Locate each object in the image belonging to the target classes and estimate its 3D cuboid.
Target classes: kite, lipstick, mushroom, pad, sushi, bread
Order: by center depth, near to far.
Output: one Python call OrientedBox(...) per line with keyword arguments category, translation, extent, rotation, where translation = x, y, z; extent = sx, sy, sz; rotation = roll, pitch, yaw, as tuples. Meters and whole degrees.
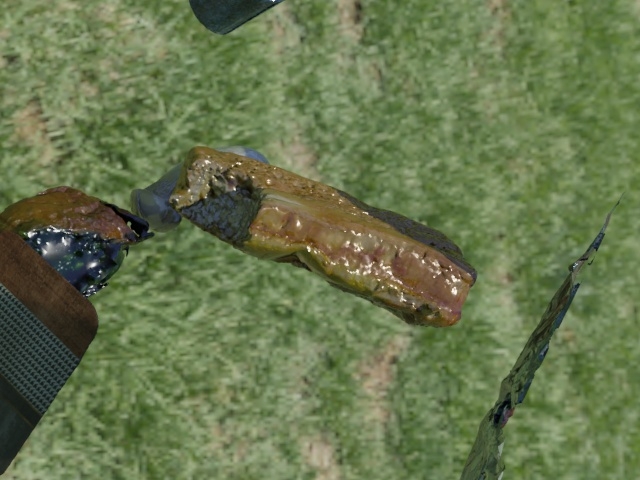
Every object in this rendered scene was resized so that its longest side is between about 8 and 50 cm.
OrientedBox(category="lipstick", translation=(0.000, -0.215, 0.869), extent=(0.053, 0.234, 0.053), rotation=(21, 60, -42))
OrientedBox(category="kite", translation=(0.130, 0.144, 0.901), extent=(0.406, 0.014, 0.368), rotation=(-65, 173, 3))
OrientedBox(category="pad", translation=(-0.303, 0.176, 1.264), extent=(0.055, 0.323, 0.250), rotation=(13, 118, -51))
OrientedBox(category="sushi", translation=(-0.348, 0.034, 1.456), extent=(0.140, 0.287, 0.149), rotation=(50, -13, 11))
OrientedBox(category="bread", translation=(0.000, 0.000, 1.467), extent=(0.185, 0.380, 0.109), rotation=(-104, -143, -68))
OrientedBox(category="mushroom", translation=(-0.156, -0.071, 1.591), extent=(0.223, 0.081, 0.092), rotation=(-22, 135, -49))
